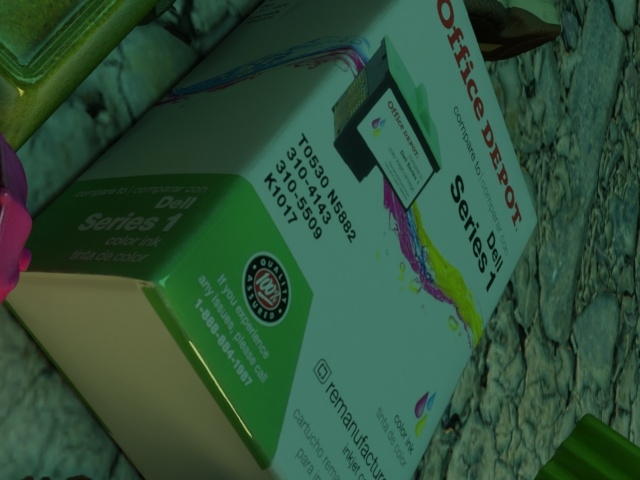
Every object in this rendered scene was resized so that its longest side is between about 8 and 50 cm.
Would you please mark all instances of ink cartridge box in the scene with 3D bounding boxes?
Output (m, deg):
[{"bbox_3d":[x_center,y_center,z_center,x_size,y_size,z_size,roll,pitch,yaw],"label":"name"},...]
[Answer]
[{"bbox_3d":[0.000,0.000,0.463,0.278,0.117,0.201,-54,130,-37],"label":"ink cartridge box"}]

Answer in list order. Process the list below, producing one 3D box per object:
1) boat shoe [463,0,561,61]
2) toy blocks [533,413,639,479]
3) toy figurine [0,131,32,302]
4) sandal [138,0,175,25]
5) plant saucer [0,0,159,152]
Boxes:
[{"bbox_3d":[0.093,-0.188,0.626,0.257,0.095,0.095,-12,86,-58],"label":"boat shoe"},{"bbox_3d":[0.027,0.289,0.401,0.260,0.190,0.382,-11,130,-53],"label":"toy blocks"},{"bbox_3d":[-0.171,-0.010,0.271,0.173,0.130,0.159,58,27,-1],"label":"toy figurine"},{"bbox_3d":[-0.110,-0.205,0.375,0.090,0.060,0.219,-43,137,-36],"label":"sandal"},{"bbox_3d":[-0.114,-0.147,0.311,0.188,0.045,0.188,-50,132,-9],"label":"plant saucer"}]
